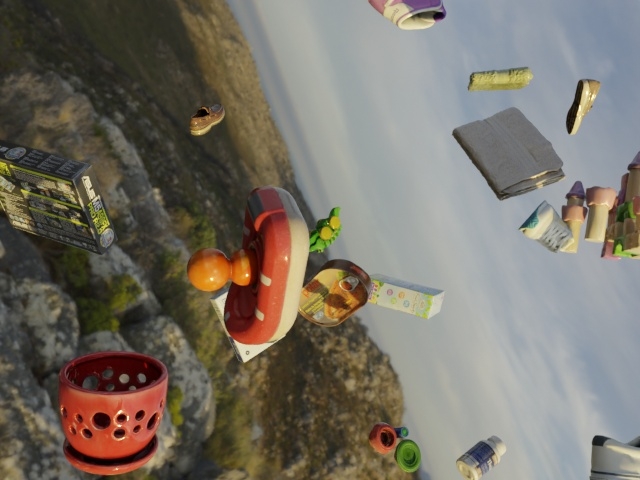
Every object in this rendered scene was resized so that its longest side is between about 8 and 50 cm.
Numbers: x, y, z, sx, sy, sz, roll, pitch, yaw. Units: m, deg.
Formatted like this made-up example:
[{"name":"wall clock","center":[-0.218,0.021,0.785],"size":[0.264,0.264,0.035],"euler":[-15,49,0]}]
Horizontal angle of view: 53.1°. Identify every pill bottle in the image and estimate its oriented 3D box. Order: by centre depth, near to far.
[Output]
[{"name":"pill bottle","center":[0.397,0.533,1.573],"size":[0.067,0.120,0.067],"euler":[42,-32,35]}]

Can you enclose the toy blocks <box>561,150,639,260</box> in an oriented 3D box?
[{"name":"toy blocks","center":[0.769,-0.089,1.549],"size":[0.288,0.309,0.260],"euler":[53,48,-80]}]

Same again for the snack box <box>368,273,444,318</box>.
[{"name":"snack box","center":[0.222,0.149,1.763],"size":[0.174,0.207,0.070],"euler":[-1,106,-70]}]

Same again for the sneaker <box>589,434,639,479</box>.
[{"name":"sneaker","center":[0.529,0.339,0.972],"size":[0.094,0.258,0.091],"euler":[146,-51,-69]}]

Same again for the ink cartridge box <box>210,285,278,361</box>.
[{"name":"ink cartridge box","center":[-0.193,0.216,1.938],"size":[0.045,0.224,0.223],"euler":[0,-63,54]}]

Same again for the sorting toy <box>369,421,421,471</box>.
[{"name":"sorting toy","center":[0.118,0.336,1.056],"size":[0.102,0.061,0.042],"euler":[42,-36,-13]}]

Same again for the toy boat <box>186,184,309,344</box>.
[{"name":"toy boat","center":[-0.110,0.040,0.891],"size":[0.151,0.151,0.231],"euler":[-117,-148,-51]}]

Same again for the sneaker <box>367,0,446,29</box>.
[{"name":"sneaker","center":[0.241,-0.546,1.385],"size":[0.161,0.282,0.102],"euler":[49,-17,15]}]

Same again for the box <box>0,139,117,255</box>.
[{"name":"box","center":[-0.594,-0.094,1.404],"size":[0.216,0.270,0.060],"euler":[87,27,-42]}]

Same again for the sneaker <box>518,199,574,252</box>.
[{"name":"sneaker","center":[0.510,-0.025,1.427],"size":[0.092,0.087,0.228],"euler":[48,21,24]}]

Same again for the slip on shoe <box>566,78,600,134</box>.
[{"name":"slip on shoe","center":[0.575,-0.292,1.406],"size":[0.051,0.041,0.135],"euler":[-95,-177,-50]}]

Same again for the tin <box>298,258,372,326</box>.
[{"name":"tin","center":[0.023,0.100,1.226],"size":[0.106,0.189,0.040],"euler":[35,48,-12]}]

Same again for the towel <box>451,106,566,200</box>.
[{"name":"towel","center":[0.472,-0.226,1.618],"size":[0.049,0.187,0.282],"euler":[76,-8,-49]}]

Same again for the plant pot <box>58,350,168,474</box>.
[{"name":"plant pot","center":[-0.383,0.315,1.174],"size":[0.191,0.191,0.174],"euler":[-107,-154,-76]}]

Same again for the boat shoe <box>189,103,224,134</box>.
[{"name":"boat shoe","center":[-0.356,-0.394,2.019],"size":[0.178,0.064,0.060],"euler":[-59,149,-49]}]

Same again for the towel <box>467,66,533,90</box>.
[{"name":"towel","center":[0.320,-0.289,1.155],"size":[0.148,0.110,0.027],"euler":[-30,119,-75]}]

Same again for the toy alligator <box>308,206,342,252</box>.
[{"name":"toy alligator","center":[0.000,0.000,1.432],"size":[0.051,0.190,0.056],"euler":[51,-33,-18]}]
